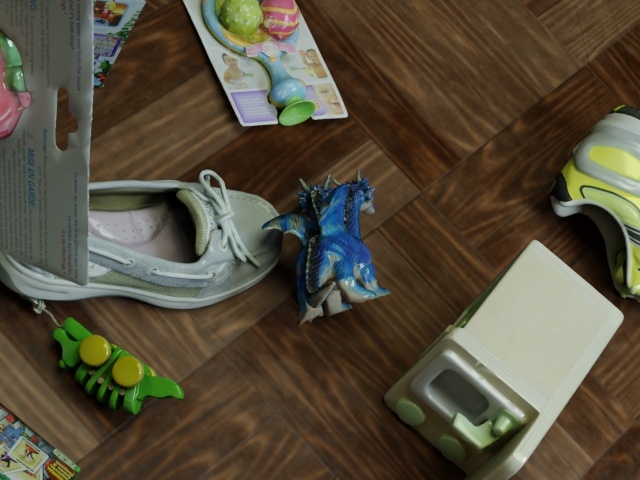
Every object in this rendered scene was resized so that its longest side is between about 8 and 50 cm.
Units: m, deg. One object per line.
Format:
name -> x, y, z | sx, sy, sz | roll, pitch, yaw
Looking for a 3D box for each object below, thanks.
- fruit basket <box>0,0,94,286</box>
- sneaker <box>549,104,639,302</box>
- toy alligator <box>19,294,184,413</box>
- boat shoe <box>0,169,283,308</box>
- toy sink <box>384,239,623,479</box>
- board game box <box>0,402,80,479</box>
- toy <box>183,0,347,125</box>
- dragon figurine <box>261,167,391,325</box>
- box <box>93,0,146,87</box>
fruit basket -> -0.332, -0.155, 1.526 | 0.353, 0.327, 0.165 | 19, 40, 16
sneaker -> 0.406, 0.037, 1.995 | 0.147, 0.145, 0.385 | -40, 84, -8
toy alligator -> -0.213, 0.111, 1.663 | 0.189, 0.056, 0.051 | 30, 83, 15
boat shoe -> -0.158, -0.008, 1.720 | 0.320, 0.103, 0.118 | 1, 59, -38
toy sink -> 0.164, 0.135, 1.773 | 0.131, 0.153, 0.234 | 40, 52, 2
board game box -> -0.335, 0.145, 1.542 | 0.259, 0.030, 0.136 | 38, 24, 4
toy -> -0.062, -0.235, 1.957 | 0.137, 0.056, 0.237 | -8, 64, -32
dragon figurine -> 0.000, 0.000, 1.759 | 0.144, 0.085, 0.289 | 69, 17, 3
box -> -0.320, -0.242, 1.736 | 0.293, 0.201, 0.057 | 6, 57, -24
